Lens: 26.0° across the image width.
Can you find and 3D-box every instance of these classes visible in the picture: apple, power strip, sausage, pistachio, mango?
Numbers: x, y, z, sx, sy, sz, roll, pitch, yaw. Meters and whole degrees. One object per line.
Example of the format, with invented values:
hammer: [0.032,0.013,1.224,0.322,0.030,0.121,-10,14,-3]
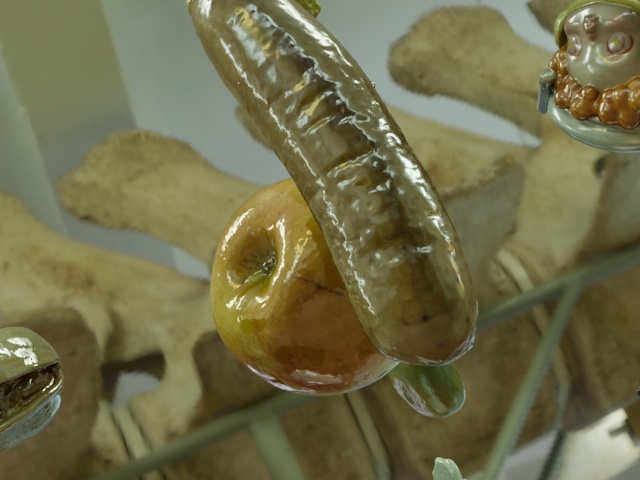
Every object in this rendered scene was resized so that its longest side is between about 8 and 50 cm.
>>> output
apple: [0.000,0.053,1.691,0.233,0.286,0.286,12,-49,-41]
power strip: [0.203,0.361,2.103,0.035,0.083,0.055,-5,-66,-34]
sausage: [0.017,-0.093,1.419,0.136,0.500,0.123,-36,-19,19]
pistachio: [-0.370,0.173,1.561,0.131,0.129,0.206,-17,7,29]
mango: [0.184,0.241,2.519,0.091,0.137,0.237,-59,-43,-29]

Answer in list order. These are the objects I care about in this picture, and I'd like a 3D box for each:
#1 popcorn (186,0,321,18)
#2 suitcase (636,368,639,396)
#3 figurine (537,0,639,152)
popcorn: [-0.087,-0.296,1.691,0.174,0.142,0.173,-14,-56,-22]
suitcase: [0.625,0.209,2.177,0.236,0.161,0.297,-29,-6,14]
figurine: [0.419,-0.305,1.783,0.205,0.224,0.381,-8,-65,-43]
